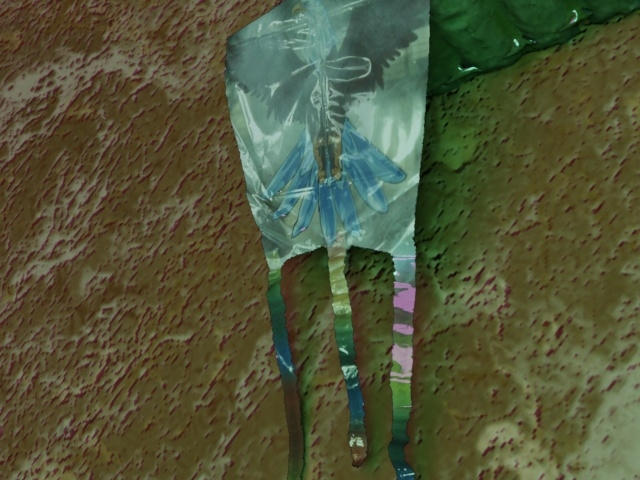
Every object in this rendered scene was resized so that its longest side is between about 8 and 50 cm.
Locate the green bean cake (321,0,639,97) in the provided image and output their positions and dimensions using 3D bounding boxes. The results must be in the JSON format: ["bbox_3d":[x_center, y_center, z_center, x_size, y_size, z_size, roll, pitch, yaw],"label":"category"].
[{"bbox_3d":[0.106,-0.244,0.792,0.241,0.132,0.255,-23,56,26],"label":"green bean cake"}]

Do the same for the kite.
[{"bbox_3d":[0.002,0.000,0.740,0.169,0.015,0.310,-1,88,43],"label":"kite"}]
